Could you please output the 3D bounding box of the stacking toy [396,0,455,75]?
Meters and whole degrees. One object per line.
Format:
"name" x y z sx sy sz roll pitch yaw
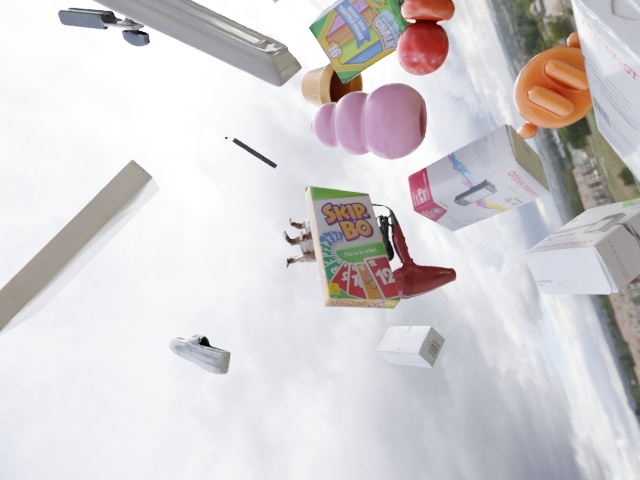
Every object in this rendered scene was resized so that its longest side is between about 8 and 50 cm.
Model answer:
"stacking toy" 0.182 -0.443 0.675 0.141 0.141 0.331 -35 -46 -60

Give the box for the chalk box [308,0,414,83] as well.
"chalk box" 0.146 -0.594 1.116 0.179 0.288 0.180 51 -145 -25

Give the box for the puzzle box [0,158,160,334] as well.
"puzzle box" -0.505 0.009 0.879 0.052 0.272 0.409 43 -102 -15

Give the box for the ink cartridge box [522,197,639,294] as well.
"ink cartridge box" 0.657 0.011 0.981 0.272 0.198 0.115 -28 -88 -20

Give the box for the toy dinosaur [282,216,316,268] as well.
"toy dinosaur" 0.000 0.000 1.279 0.200 0.296 0.127 2 -129 -23

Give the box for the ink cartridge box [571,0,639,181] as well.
"ink cartridge box" 0.358 -0.165 0.440 0.219 0.092 0.160 41 -147 -41

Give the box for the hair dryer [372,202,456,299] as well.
"hair dryer" 0.214 0.038 1.062 0.293 0.080 0.224 30 -110 -3

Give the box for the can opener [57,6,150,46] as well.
"can opener" -0.654 -0.646 1.278 0.076 0.283 0.095 -64 -19 -47

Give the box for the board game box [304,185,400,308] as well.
"board game box" 0.048 -0.003 0.731 0.124 0.039 0.260 5 -132 -20

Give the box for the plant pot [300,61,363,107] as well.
"plant pot" 0.032 -0.595 1.636 0.205 0.187 0.205 -22 -59 -43

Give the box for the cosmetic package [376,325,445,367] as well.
"cosmetic package" 0.313 0.370 1.477 0.085 0.231 0.117 45 -119 -16

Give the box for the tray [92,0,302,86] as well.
"tray" -0.158 -0.299 0.589 0.270 0.030 0.145 24 -145 -4

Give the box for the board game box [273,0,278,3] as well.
"board game box" 0.012 -0.738 1.083 0.224 0.303 0.098 -79 -33 -55

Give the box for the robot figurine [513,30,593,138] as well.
"robot figurine" 0.402 -0.262 0.722 0.219 0.128 0.158 -38 -61 -62

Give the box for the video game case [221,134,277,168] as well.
"video game case" -0.296 -0.364 1.713 0.196 0.026 0.274 30 -179 -26

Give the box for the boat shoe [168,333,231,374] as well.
"boat shoe" -0.281 0.253 0.980 0.066 0.184 0.063 24 -98 -52

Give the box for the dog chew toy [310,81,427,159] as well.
"dog chew toy" 0.127 -0.334 1.193 0.206 0.331 0.207 5 -90 -65

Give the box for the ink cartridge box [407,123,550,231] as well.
"ink cartridge box" 0.437 -0.158 1.178 0.226 0.306 0.131 21 -123 -39
